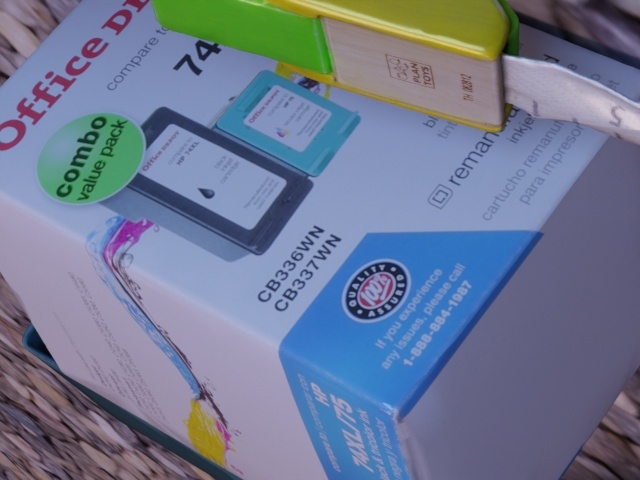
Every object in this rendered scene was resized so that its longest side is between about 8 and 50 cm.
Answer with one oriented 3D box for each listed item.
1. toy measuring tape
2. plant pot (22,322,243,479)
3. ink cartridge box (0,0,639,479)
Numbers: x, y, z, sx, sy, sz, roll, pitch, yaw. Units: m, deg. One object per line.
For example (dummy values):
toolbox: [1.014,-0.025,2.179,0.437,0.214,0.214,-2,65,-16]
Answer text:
toy measuring tape: [0.073,-0.105,0.683,0.330,0.121,0.121,17,153,14]
plant pot: [-0.039,0.081,1.139,0.165,0.165,0.234,27,164,29]
ink cartridge box: [0.000,0.000,0.850,0.270,0.198,0.197,26,155,29]
